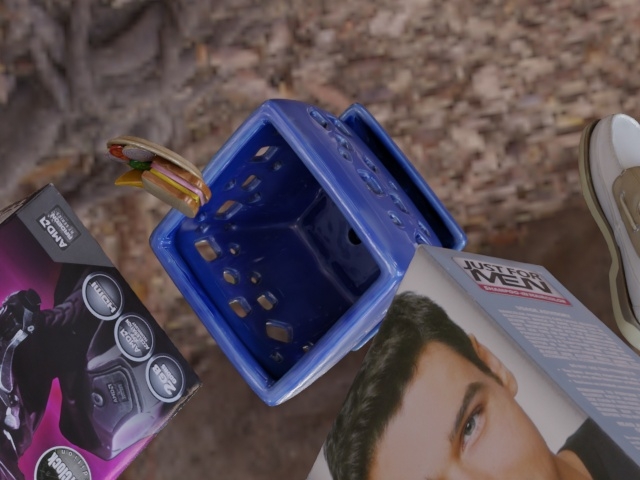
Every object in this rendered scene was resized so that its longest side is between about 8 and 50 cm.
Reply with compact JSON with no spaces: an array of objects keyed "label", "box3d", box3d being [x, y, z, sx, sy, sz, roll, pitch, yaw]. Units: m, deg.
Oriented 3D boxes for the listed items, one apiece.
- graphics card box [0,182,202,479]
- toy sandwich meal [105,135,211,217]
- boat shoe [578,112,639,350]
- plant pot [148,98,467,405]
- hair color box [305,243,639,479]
[{"label":"graphics card box","box3d":[-0.283,0.147,1.331,0.094,0.233,0.371,-24,-164,44]},{"label":"toy sandwich meal","box3d":[-0.117,-0.045,1.163,0.086,0.029,0.085,22,166,6]},{"label":"boat shoe","box3d":[0.365,-0.026,1.780,0.113,0.302,0.103,14,140,-30]},{"label":"plant pot","box3d":[0.000,0.000,1.731,0.236,0.236,0.212,-46,164,30]},{"label":"hair color box","box3d":[0.150,0.178,0.915,0.114,0.374,0.185,10,114,-35]}]
